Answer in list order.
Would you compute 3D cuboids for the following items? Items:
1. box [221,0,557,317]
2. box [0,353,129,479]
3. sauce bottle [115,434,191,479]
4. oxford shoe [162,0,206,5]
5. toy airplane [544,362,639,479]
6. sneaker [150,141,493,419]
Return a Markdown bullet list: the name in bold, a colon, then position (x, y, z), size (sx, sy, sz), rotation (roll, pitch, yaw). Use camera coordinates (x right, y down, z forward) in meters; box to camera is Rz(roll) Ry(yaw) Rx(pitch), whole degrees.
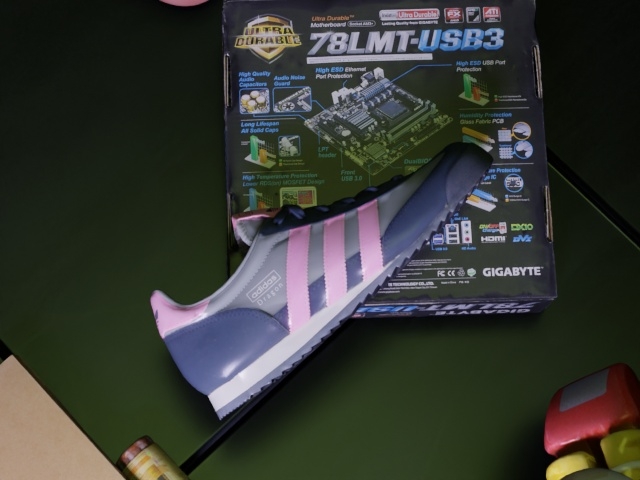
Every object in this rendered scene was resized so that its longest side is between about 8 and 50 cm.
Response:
- **box**: position (0.058, -0.078, 1.287), size (0.295, 0.073, 0.293), rotation (-2, 76, -3)
- **box**: position (-0.253, 0.224, 1.191), size (0.164, 0.021, 0.201), rotation (-44, 78, -4)
- **sauce bottle**: position (-0.120, 0.224, 1.202), size (0.128, 0.042, 0.042), rotation (43, 75, 13)
- **oxford shoe**: position (-0.232, -0.366, 1.348), size (0.348, 0.130, 0.123), rotation (31, 73, 7)
- **toy airplane**: position (0.236, 0.274, 1.007), size (0.384, 0.272, 0.386), rotation (18, 66, 48)
- **sneaker**: position (0.000, 0.000, 1.174), size (0.319, 0.112, 0.131), rotation (-41, 85, -11)
